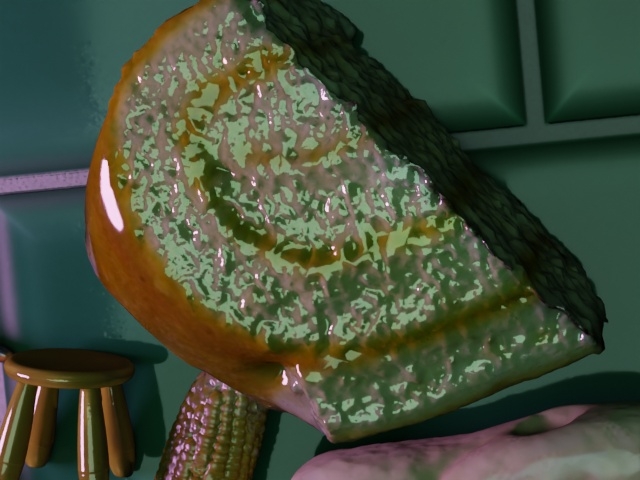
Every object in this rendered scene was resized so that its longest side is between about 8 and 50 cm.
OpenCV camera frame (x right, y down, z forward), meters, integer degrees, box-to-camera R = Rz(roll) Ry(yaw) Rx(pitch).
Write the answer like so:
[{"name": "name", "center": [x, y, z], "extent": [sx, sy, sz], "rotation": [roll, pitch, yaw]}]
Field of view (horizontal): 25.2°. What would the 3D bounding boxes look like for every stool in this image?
[{"name": "stool", "center": [-0.217, 0.155, 1.230], "extent": [0.135, 0.134, 0.110], "rotation": [11, 98, 53]}]

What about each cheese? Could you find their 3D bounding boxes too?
[{"name": "cheese", "center": [0.172, 0.306, 1.171], "extent": [0.351, 0.129, 0.328], "rotation": [-12, 96, 9]}]

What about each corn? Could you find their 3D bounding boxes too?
[{"name": "corn", "center": [-0.114, 0.258, 1.226], "extent": [0.097, 0.097, 0.320], "rotation": [17, 94, 7]}]

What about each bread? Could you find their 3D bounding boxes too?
[{"name": "bread", "center": [0.002, 0.009, 1.130], "extent": [0.264, 0.239, 0.395], "rotation": [-44, 88, 12]}]

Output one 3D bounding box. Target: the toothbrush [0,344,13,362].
[{"name": "toothbrush", "center": [-0.427, 0.064, 1.299], "extent": [0.321, 0.023, 0.031], "rotation": [17, 98, 8]}]
